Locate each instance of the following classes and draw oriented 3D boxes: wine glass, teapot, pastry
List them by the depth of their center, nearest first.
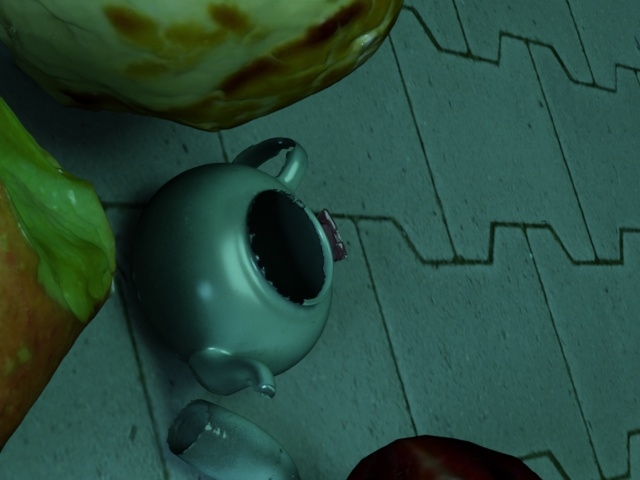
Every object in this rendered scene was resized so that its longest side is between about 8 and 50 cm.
[{"bbox_3d":[-0.095,-0.250,1.067,0.312,0.389,0.388,58,36,-16],"label":"pastry"},{"bbox_3d":[-0.043,0.196,1.136,0.198,0.066,0.066,34,46,-33],"label":"wine glass"},{"bbox_3d":[-0.067,0.023,1.145,0.193,0.129,0.294,40,43,-33],"label":"teapot"}]

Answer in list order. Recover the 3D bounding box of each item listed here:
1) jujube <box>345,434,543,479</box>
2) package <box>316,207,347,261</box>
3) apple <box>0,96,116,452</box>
[{"bbox_3d":[0.134,0.343,1.111,0.376,0.258,0.258,61,35,-18],"label":"jujube"},{"bbox_3d":[0.000,0.000,1.334,0.083,0.029,0.059,-25,94,-64],"label":"package"},{"bbox_3d":[-0.288,0.026,0.686,0.339,0.340,0.339,30,49,-40],"label":"apple"}]
